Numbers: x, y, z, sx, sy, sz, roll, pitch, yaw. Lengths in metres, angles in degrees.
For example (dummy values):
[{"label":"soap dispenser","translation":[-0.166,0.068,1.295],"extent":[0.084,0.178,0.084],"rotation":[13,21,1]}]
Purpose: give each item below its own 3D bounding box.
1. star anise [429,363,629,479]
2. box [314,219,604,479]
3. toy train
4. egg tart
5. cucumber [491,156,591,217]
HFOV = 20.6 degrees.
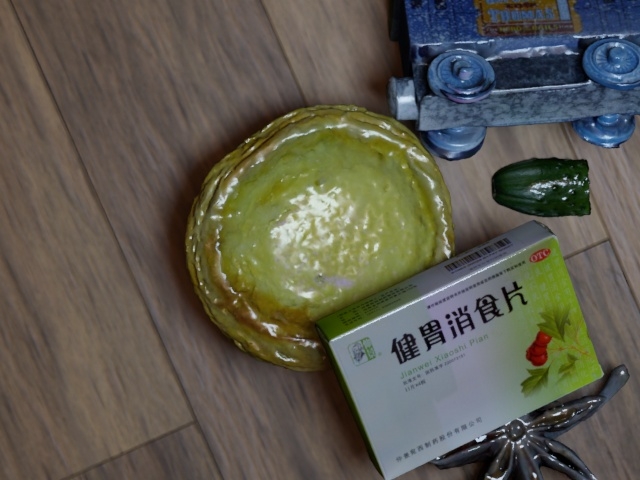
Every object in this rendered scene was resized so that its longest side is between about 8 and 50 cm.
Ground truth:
[{"label":"star anise","translation":[0.222,0.205,1.910],"extent":[0.231,0.089,0.209],"rotation":[-1,80,-5]},{"label":"box","translation":[0.145,0.113,1.813],"extent":[0.260,0.062,0.175],"rotation":[-25,112,-7]},{"label":"toy train","translation":[0.212,-0.197,1.849],"extent":[0.299,0.131,0.202],"rotation":[-3,55,-4]},{"label":"egg tart","translation":[0.000,0.000,1.872],"extent":[0.294,0.123,0.294],"rotation":[0,89,-4]},{"label":"cucumber","translation":[0.243,-0.057,1.928],"extent":[0.107,0.035,0.067],"rotation":[-2,94,-2]}]
